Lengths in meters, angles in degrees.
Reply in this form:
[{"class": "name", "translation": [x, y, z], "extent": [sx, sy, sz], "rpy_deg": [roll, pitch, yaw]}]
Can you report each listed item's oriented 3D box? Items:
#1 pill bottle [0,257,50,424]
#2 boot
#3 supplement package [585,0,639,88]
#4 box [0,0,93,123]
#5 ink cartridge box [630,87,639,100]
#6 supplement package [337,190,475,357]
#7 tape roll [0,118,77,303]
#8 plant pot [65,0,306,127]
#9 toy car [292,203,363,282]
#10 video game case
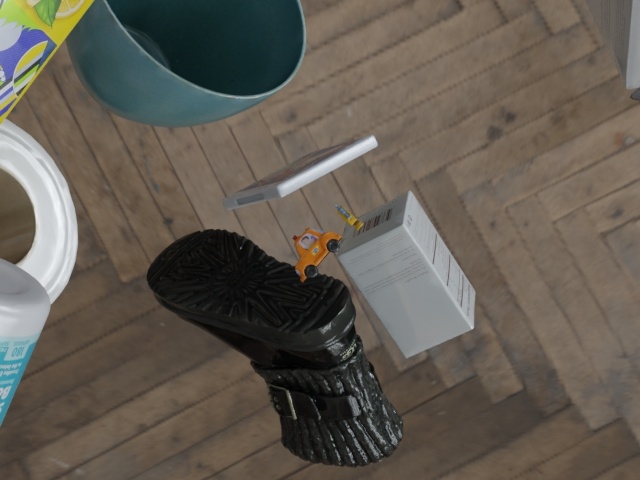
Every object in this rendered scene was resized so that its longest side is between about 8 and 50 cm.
[{"class": "pill bottle", "translation": [-0.395, 0.149, 1.226], "extent": [0.146, 0.146, 0.264], "rpy_deg": [27, 103, 6]}, {"class": "boot", "translation": [-0.063, 0.144, 1.514], "extent": [0.348, 0.260, 0.131], "rpy_deg": [23, 56, 41]}, {"class": "supplement package", "translation": [0.321, -0.312, 1.069], "extent": [0.178, 0.175, 0.293], "rpy_deg": [-13, 50, 1]}, {"class": "box", "translation": [-0.103, -0.131, 0.443], "extent": [0.054, 0.059, 0.169], "rpy_deg": [37, 90, 37]}, {"class": "ink cartridge box", "translation": [0.690, -0.228, 1.824], "extent": [0.309, 0.272, 0.130], "rpy_deg": [-36, 125, -17]}, {"class": "supplement package", "translation": [0.117, 0.045, 1.553], "extent": [0.105, 0.105, 0.179], "rpy_deg": [-26, 111, 20]}, {"class": "tape roll", "translation": [-0.457, -0.020, 1.529], "extent": [0.100, 0.286, 0.286], "rpy_deg": [-15, 78, 36]}, {"class": "plant pot", "translation": [-0.190, -0.248, 1.404], "extent": [0.290, 0.195, 0.290], "rpy_deg": [21, 53, -30]}, {"class": "toy car", "translation": [0.000, 0.000, 1.128], "extent": [0.040, 0.122, 0.060], "rpy_deg": [41, 108, 2]}, {"class": "video game case", "translation": [-0.035, -0.107, 1.860], "extent": [0.201, 0.183, 0.023], "rpy_deg": [-30, 101, -31]}]
